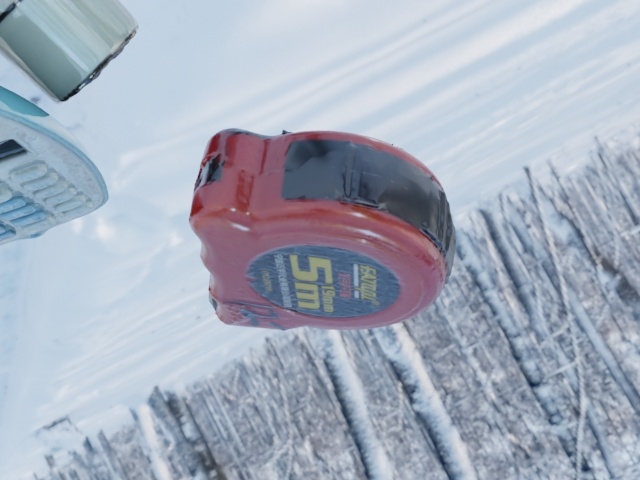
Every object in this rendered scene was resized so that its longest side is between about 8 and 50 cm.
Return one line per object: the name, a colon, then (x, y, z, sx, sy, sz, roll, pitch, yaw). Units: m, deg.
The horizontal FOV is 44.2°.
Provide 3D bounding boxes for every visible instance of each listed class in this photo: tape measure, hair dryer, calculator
tape measure: (0.000, -0.001, 0.772, 0.260, 0.114, 0.253, 4, 150, 4)
hair dryer: (-0.352, -0.261, 0.899, 0.128, 0.203, 0.362, -52, -154, -14)
calculator: (-0.362, -0.054, 0.808, 0.256, 0.054, 0.386, -19, 166, -3)
